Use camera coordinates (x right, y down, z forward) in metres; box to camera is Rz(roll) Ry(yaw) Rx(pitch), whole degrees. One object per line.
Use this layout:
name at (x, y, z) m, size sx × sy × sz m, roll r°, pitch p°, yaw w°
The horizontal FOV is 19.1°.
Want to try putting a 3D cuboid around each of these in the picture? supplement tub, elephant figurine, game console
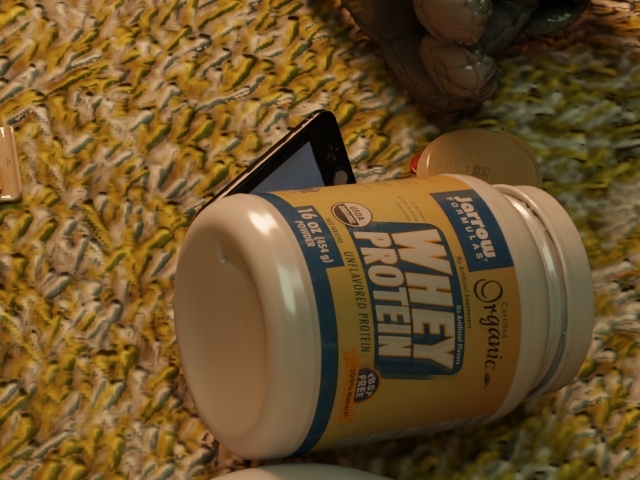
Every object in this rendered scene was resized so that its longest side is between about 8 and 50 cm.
supplement tub at (0.034, 0.038, 1.045) m, size 0.199 × 0.144 × 0.144 m, roll -7°, pitch 56°, yaw -27°
elephant figurine at (0.140, -0.195, 1.231) m, size 0.239 × 0.169 × 0.186 m, roll -32°, pitch 81°, yaw -20°
game console at (0.000, 0.000, 1.127) m, size 0.071 × 0.107 × 0.122 m, roll 18°, pitch 49°, yaw 40°

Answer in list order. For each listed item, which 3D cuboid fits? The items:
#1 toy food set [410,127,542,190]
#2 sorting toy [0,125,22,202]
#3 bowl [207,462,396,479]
toy food set at (0.099, -0.038, 1.195) m, size 0.082 × 0.020 × 0.083 m, roll 0°, pitch 56°, yaw -7°
sorting toy at (-0.219, -0.058, 1.169) m, size 0.062 × 0.012 × 0.083 m, roll -6°, pitch 57°, yaw -12°
bowl at (-0.003, 0.222, 0.932) m, size 0.297 × 0.134 × 0.298 m, roll 4°, pitch 56°, yaw -5°
